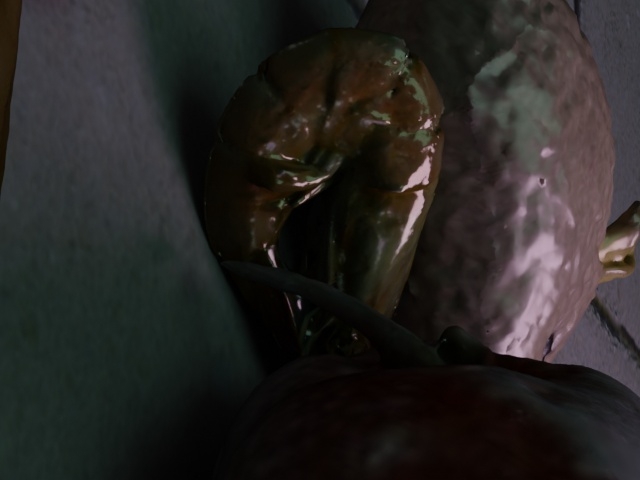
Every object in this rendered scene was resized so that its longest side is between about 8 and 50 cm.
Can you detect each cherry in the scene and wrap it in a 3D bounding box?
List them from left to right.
[{"bbox_3d":[0.070,0.203,0.970,0.326,0.291,0.335,-65,157,-59],"label":"cherry"}]

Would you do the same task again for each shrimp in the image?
[{"bbox_3d":[0.000,0.000,1.061,0.061,0.145,0.267,-123,-148,-53],"label":"shrimp"}]

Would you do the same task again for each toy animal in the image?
[{"bbox_3d":[0.101,-0.051,1.186,0.226,0.188,0.358,-20,114,-58],"label":"toy animal"}]

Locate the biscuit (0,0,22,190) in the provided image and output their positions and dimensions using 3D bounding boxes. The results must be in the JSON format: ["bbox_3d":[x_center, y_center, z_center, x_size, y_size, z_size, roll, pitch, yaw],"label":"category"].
[{"bbox_3d":[-0.194,-0.064,0.730,0.217,0.044,0.325,41,47,-58],"label":"biscuit"}]
